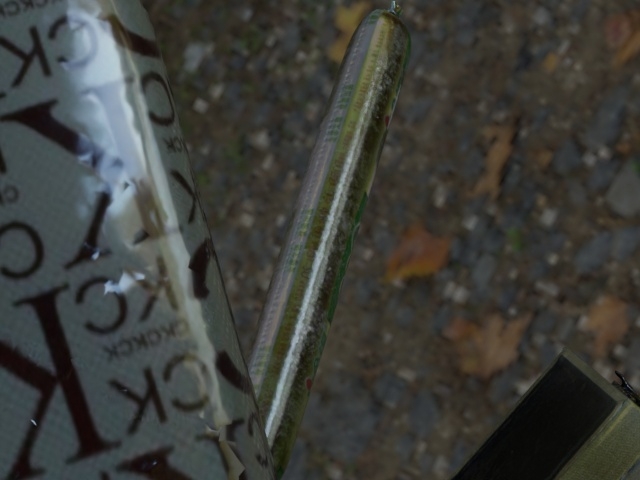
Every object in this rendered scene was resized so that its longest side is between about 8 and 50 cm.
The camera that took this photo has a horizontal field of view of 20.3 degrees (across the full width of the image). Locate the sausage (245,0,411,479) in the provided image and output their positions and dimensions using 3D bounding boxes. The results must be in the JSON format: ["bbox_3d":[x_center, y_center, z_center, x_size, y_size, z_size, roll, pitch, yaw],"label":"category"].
[{"bbox_3d":[0.000,0.000,0.811,0.033,0.033,0.269,-20,46,51],"label":"sausage"}]

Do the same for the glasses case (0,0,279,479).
[{"bbox_3d":[-0.071,0.093,0.426,0.085,0.137,0.354,116,140,-87],"label":"glasses case"}]

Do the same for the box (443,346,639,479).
[{"bbox_3d":[0.093,0.087,0.686,0.083,0.035,0.079,-49,14,2],"label":"box"}]
